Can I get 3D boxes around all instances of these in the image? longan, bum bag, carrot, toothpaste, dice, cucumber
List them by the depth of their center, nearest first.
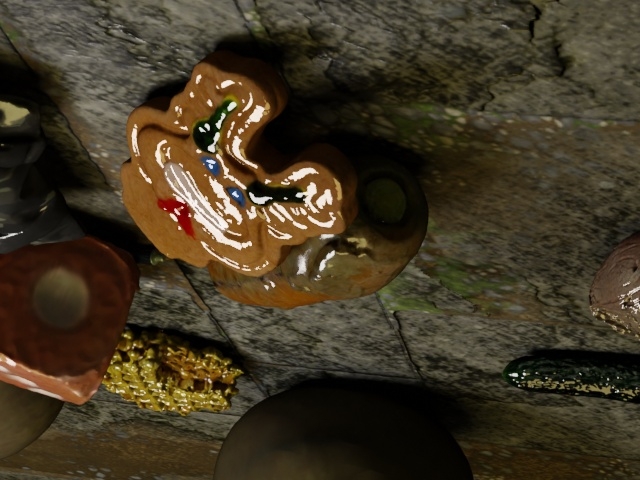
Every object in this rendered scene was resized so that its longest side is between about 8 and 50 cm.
[{"bbox_3d":[0.000,0.000,1.727,0.139,0.138,0.302,21,163,-23],"label":"carrot"},{"bbox_3d":[-0.328,-0.075,1.735,0.144,0.095,0.340,-1,153,4],"label":"bum bag"},{"bbox_3d":[-0.318,0.078,1.973,0.174,0.175,0.179,22,166,-15],"label":"dice"},{"bbox_3d":[-0.215,0.018,2.000,0.083,0.019,0.027,3,169,30],"label":"toothpaste"},{"bbox_3d":[0.320,0.164,2.048,0.215,0.058,0.052,4,163,22],"label":"cucumber"},{"bbox_3d":[-0.424,0.154,2.144,0.248,0.248,0.248,9,158,4],"label":"longan"},{"bbox_3d":[0.032,0.353,2.329,0.361,0.361,0.361,9,158,4],"label":"longan"}]

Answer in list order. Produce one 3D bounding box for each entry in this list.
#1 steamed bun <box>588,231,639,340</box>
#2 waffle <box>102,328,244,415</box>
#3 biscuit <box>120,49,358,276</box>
[{"bbox_3d":[0.352,0.055,1.709,0.145,0.106,0.175,18,159,-16],"label":"steamed bun"},{"bbox_3d":[-0.205,0.178,2.310,0.193,0.070,0.197,16,157,-11],"label":"waffle"},{"bbox_3d":[-0.096,-0.055,1.615,0.202,0.047,0.334,52,148,-8],"label":"biscuit"}]
